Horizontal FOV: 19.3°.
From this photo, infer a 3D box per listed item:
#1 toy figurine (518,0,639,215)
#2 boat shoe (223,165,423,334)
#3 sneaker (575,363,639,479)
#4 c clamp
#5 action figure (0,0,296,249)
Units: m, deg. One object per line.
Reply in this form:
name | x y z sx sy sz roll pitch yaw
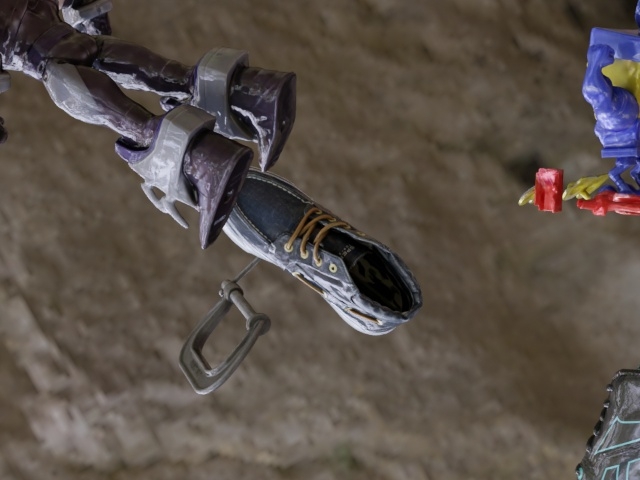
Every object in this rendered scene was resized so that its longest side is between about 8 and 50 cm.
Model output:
toy figurine | 0.355 -0.141 1.894 0.362 0.191 0.217 -7 -79 -53
boat shoe | 0.000 0.000 1.427 0.183 0.065 0.083 38 164 -6
sneaker | 0.235 0.138 1.298 0.101 0.267 0.106 -17 -110 -47
c clamp | -0.084 0.076 1.759 0.022 0.137 0.160 42 -174 -22
action figure | -0.165 -0.116 1.278 0.285 0.185 0.099 29 134 13
